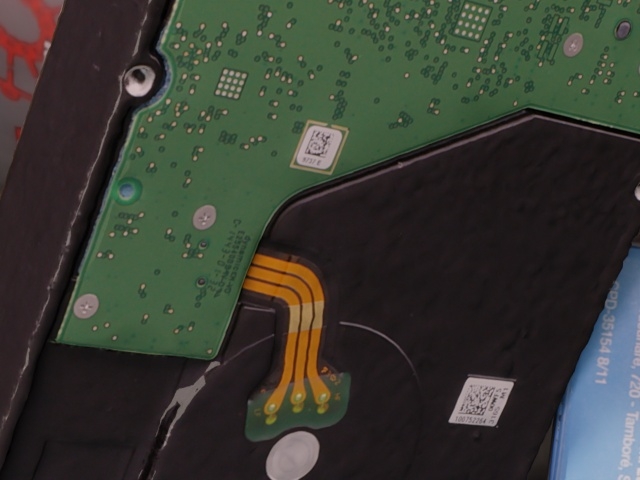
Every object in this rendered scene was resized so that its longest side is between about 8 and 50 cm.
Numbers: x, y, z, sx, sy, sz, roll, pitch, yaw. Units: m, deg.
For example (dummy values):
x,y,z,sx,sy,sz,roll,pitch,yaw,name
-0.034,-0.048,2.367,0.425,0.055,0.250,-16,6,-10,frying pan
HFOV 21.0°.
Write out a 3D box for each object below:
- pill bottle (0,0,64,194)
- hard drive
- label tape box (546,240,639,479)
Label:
x,y,z,sx,sy,sz,roll,pitch,yaw,name
-0.193,-0.134,0.708,0.363,0.210,0.210,12,107,10,pill bottle
-0.006,0.019,0.621,0.237,0.064,0.339,8,112,-36,hard drive
0.255,0.138,0.698,0.334,0.106,0.240,8,88,9,label tape box
